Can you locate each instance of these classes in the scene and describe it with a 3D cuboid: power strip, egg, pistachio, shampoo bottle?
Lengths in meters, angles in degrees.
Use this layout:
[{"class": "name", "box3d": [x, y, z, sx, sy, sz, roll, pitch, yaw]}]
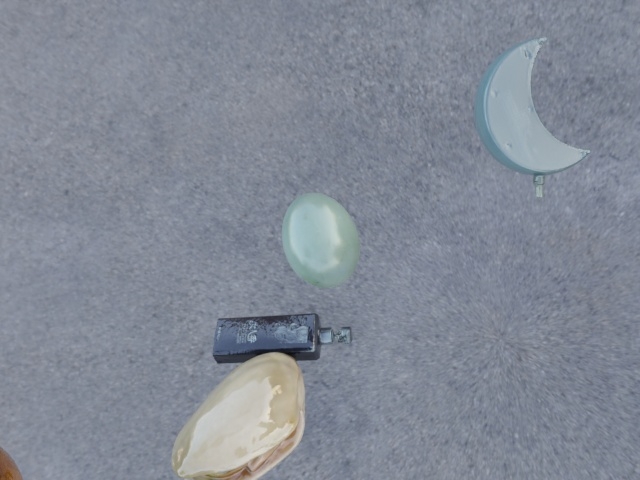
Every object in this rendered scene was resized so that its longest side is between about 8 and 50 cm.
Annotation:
[{"class": "power strip", "box3d": [0.348, -0.198, 0.915, 0.167, 0.054, 0.254, -24, 98, -4]}, {"class": "egg", "box3d": [0.000, 0.000, 1.075, 0.149, 0.149, 0.192, -16, 101, 15]}, {"class": "pistachio", "box3d": [-0.153, 0.359, 1.093, 0.318, 0.194, 0.213, -36, 44, -27]}, {"class": "shampoo bottle", "box3d": [-0.083, 0.219, 1.226, 0.309, 0.071, 0.098, -4, 47, 8]}]

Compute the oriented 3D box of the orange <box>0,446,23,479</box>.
[{"class": "orange", "box3d": [-0.462, 0.330, 0.598, 0.261, 0.261, 0.261, -3, 79, 18]}]
